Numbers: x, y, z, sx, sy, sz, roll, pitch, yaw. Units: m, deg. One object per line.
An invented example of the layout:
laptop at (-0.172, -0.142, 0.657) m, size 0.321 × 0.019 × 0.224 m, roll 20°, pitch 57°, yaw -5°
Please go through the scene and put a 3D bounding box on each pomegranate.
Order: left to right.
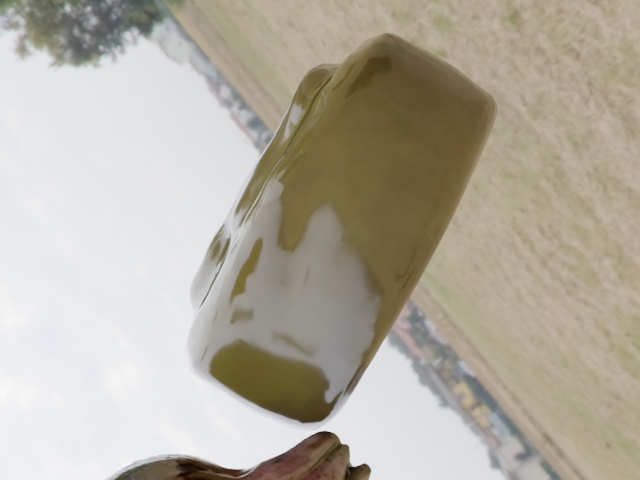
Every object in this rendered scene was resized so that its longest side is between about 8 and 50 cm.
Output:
pomegranate at (-0.056, 0.155, 0.414) m, size 0.126 × 0.163 × 0.138 m, roll 35°, pitch 176°, yaw -30°

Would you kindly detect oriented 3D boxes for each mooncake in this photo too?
mooncake at (0.000, 0.000, 0.504) m, size 0.117 × 0.234 × 0.235 m, roll 32°, pitch -177°, yaw -1°
